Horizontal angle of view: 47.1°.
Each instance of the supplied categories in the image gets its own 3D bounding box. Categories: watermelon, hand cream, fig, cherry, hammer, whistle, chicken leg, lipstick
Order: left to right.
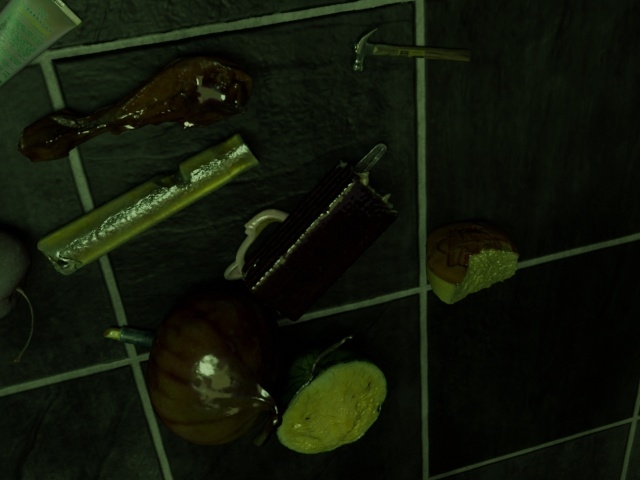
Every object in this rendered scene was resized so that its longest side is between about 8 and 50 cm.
[{"bbox_3d":[-0.467,0.067,0.984,0.148,0.115,0.188,3,126,-42],"label":"cherry"},{"bbox_3d":[-0.375,-0.230,0.879,0.174,0.047,0.076,-45,123,1],"label":"hand cream"},{"bbox_3d":[-0.232,-0.166,0.925,0.304,0.113,0.093,-18,102,-5],"label":"chicken leg"},{"bbox_3d":[-0.278,0.151,1.144,0.116,0.037,0.037,14,115,-20],"label":"lipstick"},{"bbox_3d":[-0.236,-0.049,1.021,0.326,0.057,0.068,-30,125,1],"label":"whistle"},{"bbox_3d":[-0.143,0.187,1.096,0.214,0.235,0.235,-9,133,34],"label":"fig"},{"bbox_3d":[0.000,0.251,1.235,0.204,0.127,0.232,-36,133,-2],"label":"watermelon"},{"bbox_3d":[0.132,-0.269,1.036,0.181,0.017,0.062,-3,121,-19],"label":"hammer"}]

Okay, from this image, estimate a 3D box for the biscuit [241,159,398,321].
[{"bbox_3d":[0.000,0.000,1.091,0.106,0.070,0.252,37,102,-31],"label":"biscuit"}]

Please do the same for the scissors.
[{"bbox_3d":[-0.010,-0.032,1.126,0.317,0.024,0.160,-46,121,12],"label":"scissors"}]

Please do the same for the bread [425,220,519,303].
[{"bbox_3d":[0.232,0.027,1.183,0.156,0.125,0.086,-24,133,-21],"label":"bread"}]
